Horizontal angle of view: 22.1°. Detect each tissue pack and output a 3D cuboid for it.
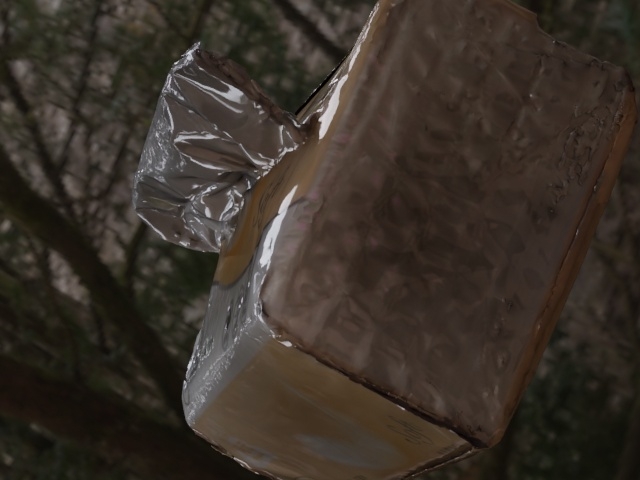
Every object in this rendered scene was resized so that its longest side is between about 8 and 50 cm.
[{"bbox_3d":[0.000,0.000,0.902,0.238,0.238,0.305,-48,-1,-18],"label":"tissue pack"}]
